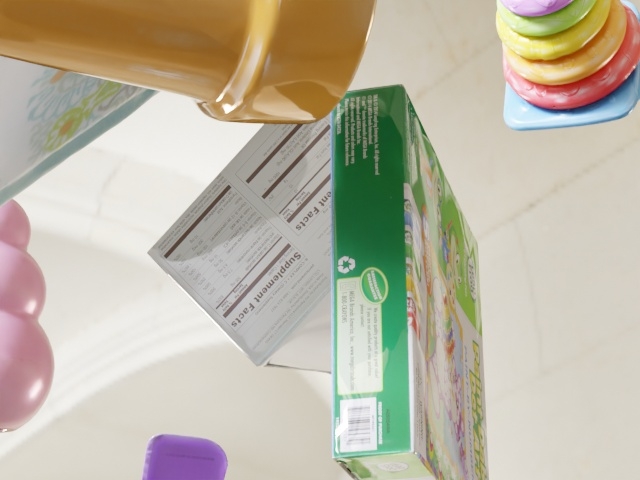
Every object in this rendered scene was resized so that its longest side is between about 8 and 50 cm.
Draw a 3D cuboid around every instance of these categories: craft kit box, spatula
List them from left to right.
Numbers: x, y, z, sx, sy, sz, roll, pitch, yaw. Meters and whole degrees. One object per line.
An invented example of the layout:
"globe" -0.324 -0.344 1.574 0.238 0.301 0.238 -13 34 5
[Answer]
"spatula" -0.161 0.318 1.529 0.084 0.030 0.296 7 -56 -15
"craft kit box" 0.064 0.064 1.005 0.060 0.250 0.247 -6 -26 12

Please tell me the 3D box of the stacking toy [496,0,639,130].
"stacking toy" 0.248 -0.270 1.640 0.165 0.175 0.302 -6 -34 23

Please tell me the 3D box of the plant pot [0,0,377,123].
"plant pot" -0.093 -0.162 0.787 0.187 0.205 0.205 -3 -34 -22

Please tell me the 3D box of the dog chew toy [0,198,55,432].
"dog chew toy" -0.456 0.087 1.998 0.206 0.332 0.206 0 -11 0

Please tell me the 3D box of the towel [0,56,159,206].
"towel" -0.214 -0.167 1.085 0.090 0.374 0.321 37 -41 13

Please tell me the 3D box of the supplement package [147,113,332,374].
"supplement package" 0.000 0.000 1.366 0.204 0.145 0.262 -47 -15 5
